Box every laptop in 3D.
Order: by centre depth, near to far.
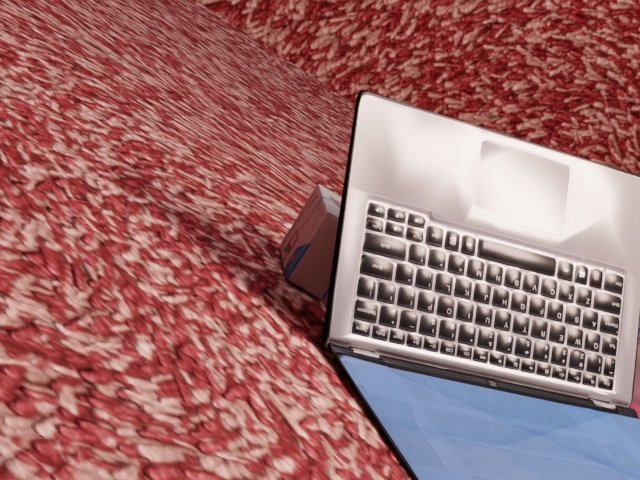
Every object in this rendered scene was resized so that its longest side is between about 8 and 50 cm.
[{"bbox_3d":[0.225,0.077,1.536,0.382,0.408,0.236,14,-13,-28],"label":"laptop"}]

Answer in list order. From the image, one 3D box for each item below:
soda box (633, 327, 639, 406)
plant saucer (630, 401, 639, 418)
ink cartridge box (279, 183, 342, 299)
[{"bbox_3d":[0.419,0.169,1.839,0.286,0.091,0.098,41,13,31],"label":"soda box"},{"bbox_3d":[0.395,0.267,1.816,0.332,0.084,0.332,33,11,-7],"label":"plant saucer"},{"bbox_3d":[0.000,0.000,1.740,0.052,0.088,0.122,30,11,-11],"label":"ink cartridge box"}]
